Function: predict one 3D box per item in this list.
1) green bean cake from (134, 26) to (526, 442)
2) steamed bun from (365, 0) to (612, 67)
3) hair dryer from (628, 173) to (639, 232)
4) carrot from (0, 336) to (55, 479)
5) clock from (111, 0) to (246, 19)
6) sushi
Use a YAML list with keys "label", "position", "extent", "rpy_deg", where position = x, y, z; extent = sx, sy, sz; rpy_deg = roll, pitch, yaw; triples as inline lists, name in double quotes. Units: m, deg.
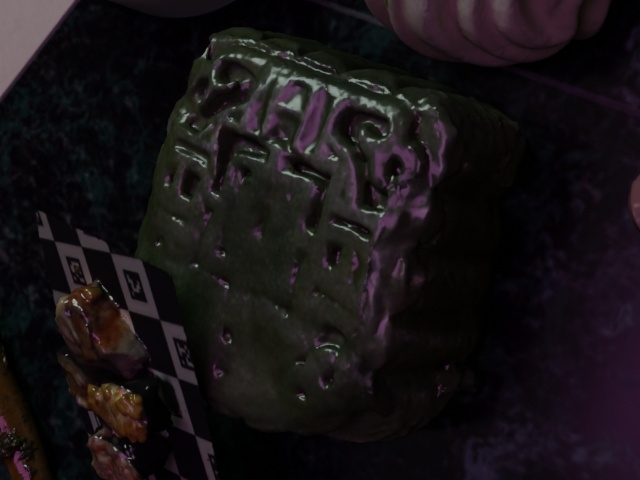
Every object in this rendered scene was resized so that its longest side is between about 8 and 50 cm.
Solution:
- label: "green bean cake"
  position: [0.000, 0.000, 0.787]
  extent: [0.222, 0.125, 0.227]
  rpy_deg: [23, 105, 32]
- label: "steamed bun"
  position: [0.097, -0.186, 0.740]
  extent: [0.183, 0.106, 0.183]
  rpy_deg: [-1, 88, 34]
- label: "hair dryer"
  position: [0.291, -0.033, 0.592]
  extent: [0.352, 0.210, 0.125]
  rpy_deg: [-15, 46, 56]
- label: "carrot"
  position: [-0.229, 0.157, 0.972]
  extent: [0.049, 0.049, 0.254]
  rpy_deg: [-35, 74, 26]
- label: "clock"
  position: [-0.103, -0.272, 0.886]
  extent: [0.230, 0.083, 0.230]
  rpy_deg: [0, 90, 31]
- label: "sushi"
  position: [-0.139, 0.099, 0.835]
  extent: [0.192, 0.040, 0.210]
  rpy_deg: [21, 128, 48]
